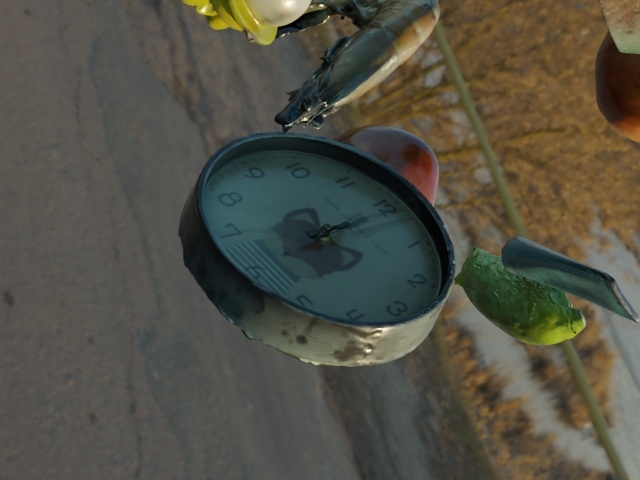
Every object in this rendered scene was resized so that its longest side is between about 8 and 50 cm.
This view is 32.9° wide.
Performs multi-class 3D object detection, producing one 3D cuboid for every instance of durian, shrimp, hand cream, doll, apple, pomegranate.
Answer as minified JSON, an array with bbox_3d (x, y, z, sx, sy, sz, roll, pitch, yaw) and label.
[{"bbox_3d":[0.317,0.097,1.711,0.250,0.101,0.139,35,-10,38],"label":"durian"},{"bbox_3d":[-0.006,-0.182,1.079,0.262,0.198,0.051,-48,131,-32],"label":"shrimp"},{"bbox_3d":[0.292,0.039,1.311,0.083,0.048,0.224,50,-11,-31],"label":"hand cream"},{"bbox_3d":[0.002,-0.228,0.846,0.099,0.241,0.135,66,18,-6],"label":"doll"},{"bbox_3d":[0.093,-0.099,1.934,0.230,0.230,0.230,54,18,-27],"label":"apple"},{"bbox_3d":[0.622,-0.287,1.907,0.229,0.270,0.252,11,93,-52],"label":"pomegranate"}]

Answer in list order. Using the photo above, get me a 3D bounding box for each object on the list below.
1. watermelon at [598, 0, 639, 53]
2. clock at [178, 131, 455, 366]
[{"bbox_3d":[0.512,-0.435,1.742,0.302,0.151,0.264,40,44,-23],"label":"watermelon"},{"bbox_3d":[0.000,0.000,1.245,0.325,0.067,0.325,15,41,-13],"label":"clock"}]
